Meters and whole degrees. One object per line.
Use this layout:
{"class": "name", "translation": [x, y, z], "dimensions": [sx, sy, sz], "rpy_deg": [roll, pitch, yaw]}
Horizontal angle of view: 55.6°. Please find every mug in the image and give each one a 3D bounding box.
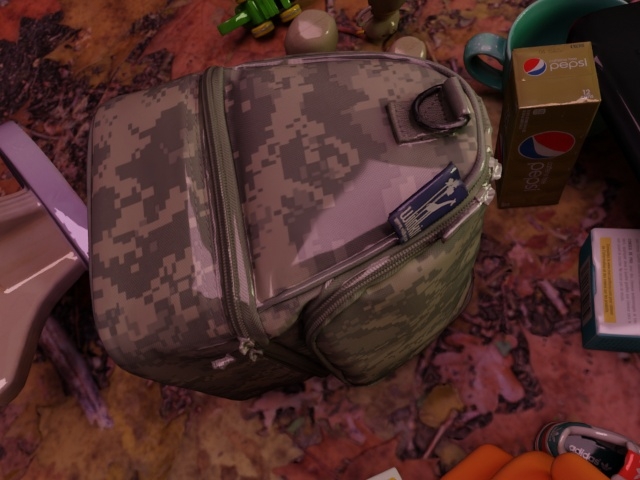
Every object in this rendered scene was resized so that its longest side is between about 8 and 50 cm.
{"class": "mug", "translation": [0.241, -0.174, 0.613], "dimensions": [0.129, 0.097, 0.158], "rpy_deg": [-43, 67, -6]}

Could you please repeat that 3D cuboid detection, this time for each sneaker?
{"class": "sneaker", "translation": [0.252, 0.192, 0.478], "dimensions": [0.161, 0.075, 0.057], "rpy_deg": [25, 76, 19]}

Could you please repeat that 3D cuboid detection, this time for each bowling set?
{"class": "bowling set", "translation": [0.032, -0.142, 0.638], "dimensions": [0.287, 0.154, 0.199], "rpy_deg": [-36, 85, -5]}

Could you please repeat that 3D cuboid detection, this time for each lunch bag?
{"class": "lunch bag", "translation": [0.000, 0.000, 0.481], "dimensions": [0.256, 0.305, 0.212], "rpy_deg": [-14, 67, 7]}

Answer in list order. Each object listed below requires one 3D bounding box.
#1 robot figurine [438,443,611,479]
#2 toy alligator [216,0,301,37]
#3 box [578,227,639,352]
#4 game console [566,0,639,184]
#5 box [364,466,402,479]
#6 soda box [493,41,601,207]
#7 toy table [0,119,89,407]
{"class": "robot figurine", "translation": [0.182, 0.237, 0.425], "dimensions": [0.219, 0.128, 0.158], "rpy_deg": [29, 93, 43]}
{"class": "toy alligator", "translation": [-0.044, -0.306, 0.750], "dimensions": [0.190, 0.056, 0.051], "rpy_deg": [-31, 26, -2]}
{"class": "box", "translation": [0.358, 0.048, 0.521], "dimensions": [0.245, 0.060, 0.100], "rpy_deg": [3, 69, 12]}
{"class": "game console", "translation": [0.421, -0.057, 0.473], "dimensions": [0.342, 0.060, 0.386], "rpy_deg": [-13, 67, -11]}
{"class": "box", "translation": [0.041, 0.290, 0.433], "dimensions": [0.114, 0.103, 0.203], "rpy_deg": [-12, 56, -31]}
{"class": "soda box", "translation": [0.195, -0.093, 0.544], "dimensions": [0.061, 0.181, 0.058], "rpy_deg": [-3, 68, 10]}
{"class": "toy table", "translation": [-0.298, 0.018, 0.581], "dimensions": [0.161, 0.252, 0.274], "rpy_deg": [-36, 54, -21]}
